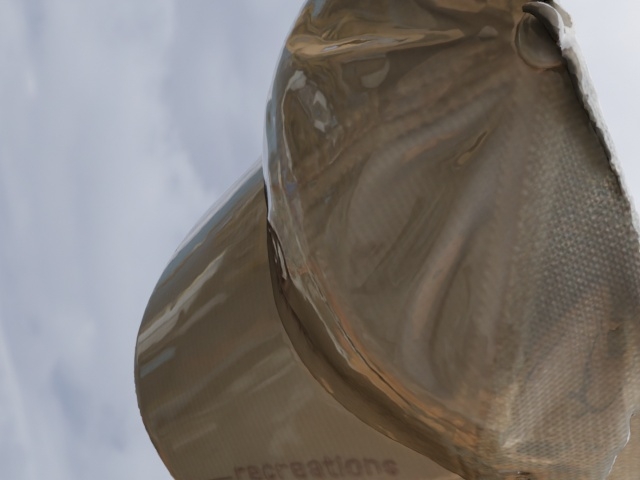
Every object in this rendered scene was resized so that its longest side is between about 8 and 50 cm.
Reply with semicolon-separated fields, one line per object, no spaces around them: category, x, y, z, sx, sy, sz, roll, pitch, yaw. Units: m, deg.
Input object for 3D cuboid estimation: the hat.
hat;0.000;0.000;0.437;0.164;0.226;0.220;31;40;-58
